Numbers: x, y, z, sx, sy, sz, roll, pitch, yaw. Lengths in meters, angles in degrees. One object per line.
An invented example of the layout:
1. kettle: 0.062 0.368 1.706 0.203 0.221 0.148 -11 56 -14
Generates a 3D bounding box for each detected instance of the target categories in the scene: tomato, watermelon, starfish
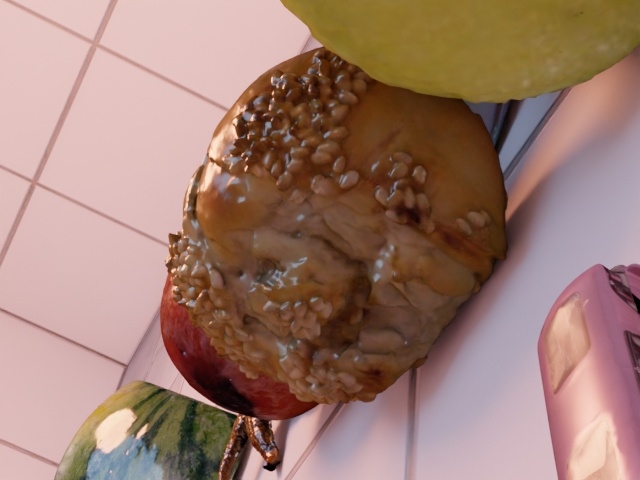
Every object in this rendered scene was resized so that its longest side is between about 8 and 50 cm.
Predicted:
1. tomato: -0.060 0.081 1.177 0.184 0.208 0.208 -61 10 -7
2. watermelon: -0.189 0.316 1.535 0.262 0.201 0.212 12 71 37
3. starfish: -0.060 0.183 1.362 0.213 0.057 0.238 -54 13 14

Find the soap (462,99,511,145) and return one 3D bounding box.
1. soap: 0.098 -0.185 1.177 0.446 0.156 0.261 -67 11 -20

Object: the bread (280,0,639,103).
1. bread: 0.114 -0.279 0.861 0.348 0.348 0.308 -62 0 10

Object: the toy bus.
1. toy bus: 0.142 0.085 0.478 0.063 0.090 0.203 -60 10 27

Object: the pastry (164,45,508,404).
1. pastry: 0.000 0.000 0.944 0.162 0.255 0.311 -35 -21 -57
